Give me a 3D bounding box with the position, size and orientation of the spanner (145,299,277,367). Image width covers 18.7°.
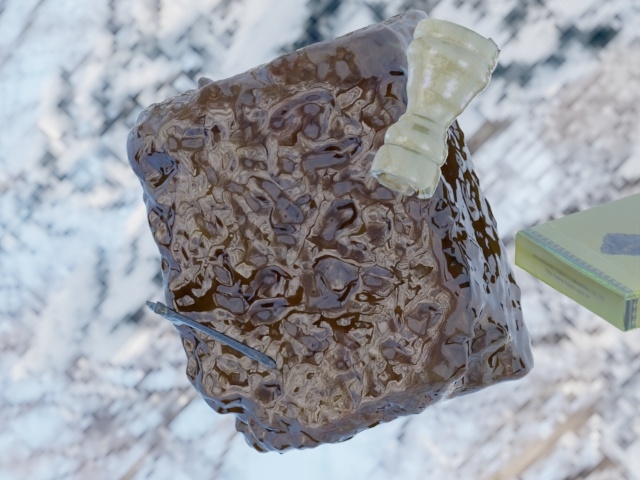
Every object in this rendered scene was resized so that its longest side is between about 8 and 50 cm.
[{"bbox_3d":[-0.105,0.087,1.830,0.046,0.012,0.208,32,172,-39],"label":"spanner"}]

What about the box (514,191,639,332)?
[{"bbox_3d":[0.326,-0.003,1.689,0.279,0.041,0.153,-17,-149,-26],"label":"box"}]

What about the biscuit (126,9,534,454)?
[{"bbox_3d":[0.000,0.000,1.934,0.395,0.342,0.166,71,-159,-1],"label":"biscuit"}]

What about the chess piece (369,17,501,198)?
[{"bbox_3d":[0.081,-0.093,1.408,0.066,0.122,0.066,20,169,4],"label":"chess piece"}]
